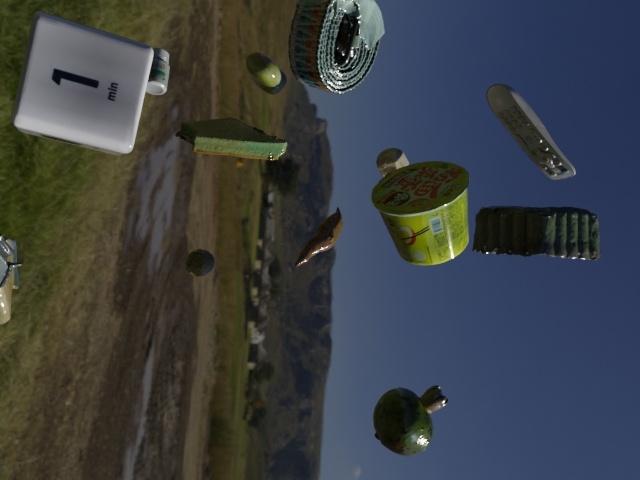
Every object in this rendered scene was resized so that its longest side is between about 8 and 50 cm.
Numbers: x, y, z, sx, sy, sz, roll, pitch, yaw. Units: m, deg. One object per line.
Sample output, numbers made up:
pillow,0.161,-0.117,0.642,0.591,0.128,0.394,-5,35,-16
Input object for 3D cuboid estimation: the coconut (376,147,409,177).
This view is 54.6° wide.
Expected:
coconut,0.253,-0.256,2.150,0.124,0.110,0.110,59,14,-31

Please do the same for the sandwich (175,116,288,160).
sandwich,-0.248,-0.263,1.664,0.245,0.212,0.063,28,-58,36

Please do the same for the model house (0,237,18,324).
model house,-1.087,0.020,1.801,0.342,0.335,0.382,-116,-151,-49

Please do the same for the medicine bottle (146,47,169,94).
medicine bottle,-0.519,-0.535,1.960,0.080,0.080,0.130,111,-17,-72

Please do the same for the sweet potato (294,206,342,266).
sweet potato,0.004,0.004,1.680,0.226,0.068,0.068,-52,167,-29

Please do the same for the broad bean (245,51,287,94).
broad bean,-0.154,-0.480,1.764,0.082,0.124,0.174,-52,166,-3

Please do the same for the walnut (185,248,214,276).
walnut,-0.356,0.066,1.829,0.092,0.092,0.092,-177,-90,-84

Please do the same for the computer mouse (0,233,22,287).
computer mouse,-0.544,0.047,0.869,0.071,0.231,0.126,43,-47,27

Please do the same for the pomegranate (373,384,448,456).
pomegranate,0.271,0.530,1.869,0.202,0.248,0.202,59,1,-1

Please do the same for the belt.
belt,0.038,-0.485,1.478,0.150,0.207,0.257,26,-75,42

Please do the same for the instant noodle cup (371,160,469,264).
instant noodle cup,0.326,-0.080,1.934,0.311,0.311,0.221,-96,169,-58

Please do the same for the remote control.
remote control,0.398,-0.208,1.169,0.044,0.229,0.073,-46,-171,-19

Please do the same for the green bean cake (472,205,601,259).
green bean cake,0.395,-0.016,1.137,0.173,0.181,0.094,5,-87,60

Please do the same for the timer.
timer,-0.424,-0.268,1.106,0.192,0.195,0.194,15,-86,66
